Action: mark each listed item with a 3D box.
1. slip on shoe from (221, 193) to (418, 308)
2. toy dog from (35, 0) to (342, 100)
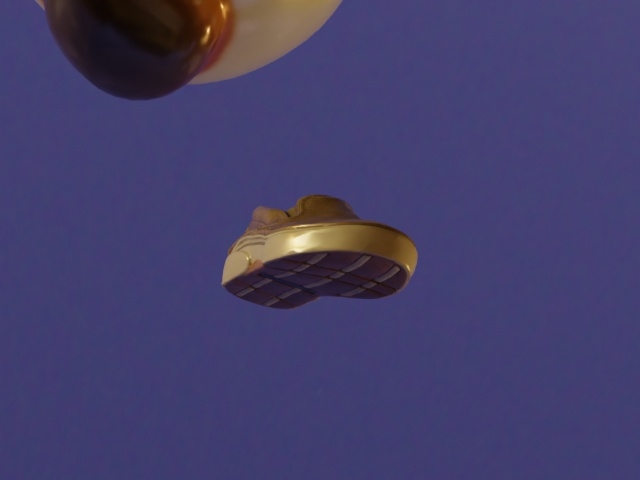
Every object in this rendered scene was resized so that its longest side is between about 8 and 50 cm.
[{"bbox_3d":[0.000,0.000,0.765,0.051,0.135,0.041,21,-105,-17],"label":"slip on shoe"},{"bbox_3d":[0.021,-0.240,0.884,0.395,0.408,0.284,50,-159,-26],"label":"toy dog"}]
